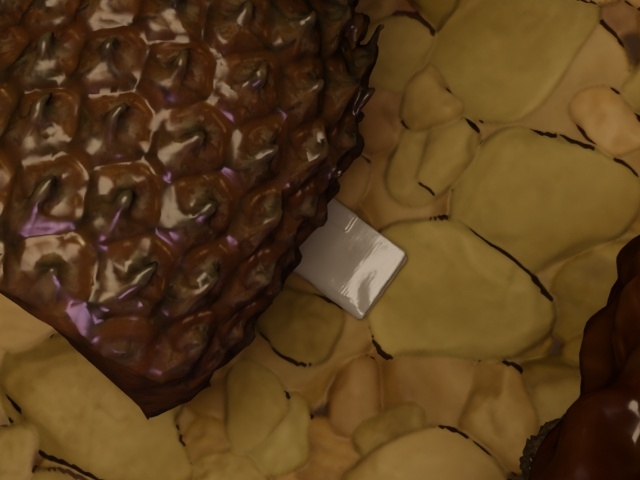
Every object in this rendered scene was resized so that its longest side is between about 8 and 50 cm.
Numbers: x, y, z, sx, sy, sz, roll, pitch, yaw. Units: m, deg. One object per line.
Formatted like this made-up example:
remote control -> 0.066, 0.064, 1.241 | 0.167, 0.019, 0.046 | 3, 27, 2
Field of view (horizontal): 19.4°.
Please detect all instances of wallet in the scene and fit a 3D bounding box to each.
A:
wallet -> 0.000, 0.000, 0.951 | 0.083, 0.011, 0.044 | 36, 90, 14

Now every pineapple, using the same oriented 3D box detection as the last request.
pineapple -> -0.036, -0.106, 0.877 | 0.202, 0.202, 0.362 | 38, 90, 13

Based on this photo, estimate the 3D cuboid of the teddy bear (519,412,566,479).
teddy bear -> 0.127, 0.168, 0.878 | 0.119, 0.078, 0.160 | -42, 94, -19

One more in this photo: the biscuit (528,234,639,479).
biscuit -> 0.200, 0.188, 0.708 | 0.166, 0.342, 0.395 | -2, 86, 30
